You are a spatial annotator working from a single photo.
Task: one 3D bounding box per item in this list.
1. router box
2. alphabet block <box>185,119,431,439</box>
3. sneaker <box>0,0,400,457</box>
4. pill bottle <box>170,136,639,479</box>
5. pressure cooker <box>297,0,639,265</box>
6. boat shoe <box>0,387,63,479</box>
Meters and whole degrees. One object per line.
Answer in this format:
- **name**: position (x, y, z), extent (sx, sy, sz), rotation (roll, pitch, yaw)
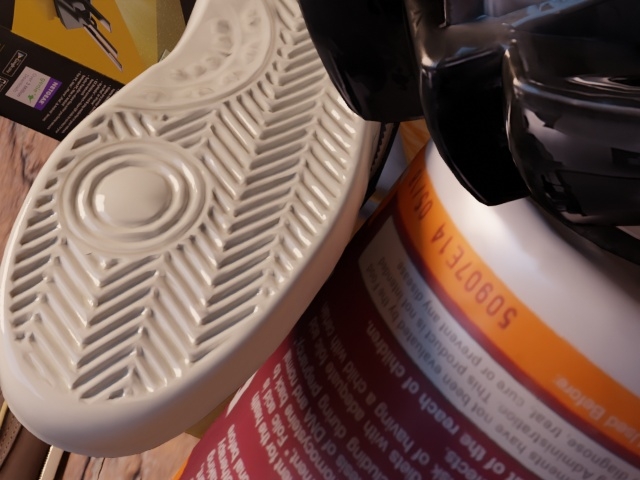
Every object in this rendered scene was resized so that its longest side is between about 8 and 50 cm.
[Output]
- **router box**: position (-0.196, -0.203, 1.514), extent (0.081, 0.243, 0.309), rotation (-47, 35, 31)
- **alphabet block**: position (0.000, 0.000, 1.088), extent (0.197, 0.193, 0.192), rotation (-46, 33, 33)
- **sneaker**: position (-0.032, -0.023, 0.838), extent (0.148, 0.131, 0.350), rotation (94, -161, -51)
- **pill bottle**: position (0.043, 0.146, 0.877), extent (0.392, 0.224, 0.224), rotation (-53, 31, 22)
- **pressure cooker**: position (0.204, -0.184, 0.707), extent (0.370, 0.375, 0.420), rotation (-54, 28, 38)
- **boat shoe**: position (-0.264, 0.148, 1.518), extent (0.116, 0.097, 0.324), rotation (-18, 54, 54)
